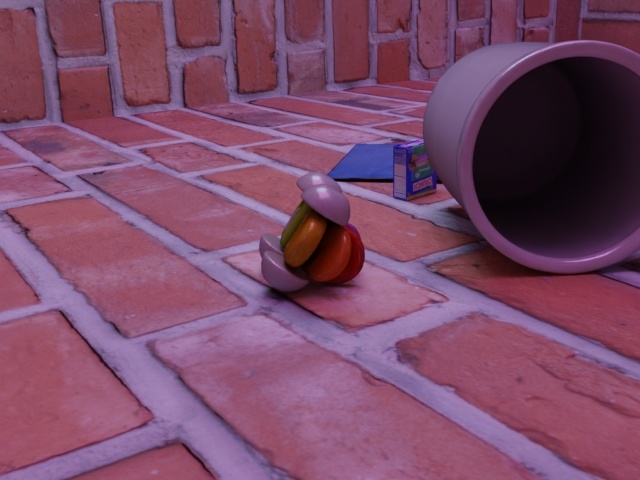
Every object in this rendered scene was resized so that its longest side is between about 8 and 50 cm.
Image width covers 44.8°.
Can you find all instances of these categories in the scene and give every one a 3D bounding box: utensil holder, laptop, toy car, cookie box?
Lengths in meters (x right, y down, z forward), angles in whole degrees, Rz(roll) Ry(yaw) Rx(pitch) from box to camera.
[{"bbox_3d":[0.347,-0.161,1.251,0.327,0.327,0.385,-2,17,-1],"label":"utensil holder"},{"bbox_3d":[0.249,-0.284,1.794,0.236,0.408,0.382,34,23,0],"label":"laptop"},{"bbox_3d":[0.000,0.000,1.120,0.136,0.159,0.182,30,12,-15],"label":"toy car"},{"bbox_3d":[0.189,-0.142,1.546,0.092,0.107,0.040,-18,25,-38],"label":"cookie box"}]
